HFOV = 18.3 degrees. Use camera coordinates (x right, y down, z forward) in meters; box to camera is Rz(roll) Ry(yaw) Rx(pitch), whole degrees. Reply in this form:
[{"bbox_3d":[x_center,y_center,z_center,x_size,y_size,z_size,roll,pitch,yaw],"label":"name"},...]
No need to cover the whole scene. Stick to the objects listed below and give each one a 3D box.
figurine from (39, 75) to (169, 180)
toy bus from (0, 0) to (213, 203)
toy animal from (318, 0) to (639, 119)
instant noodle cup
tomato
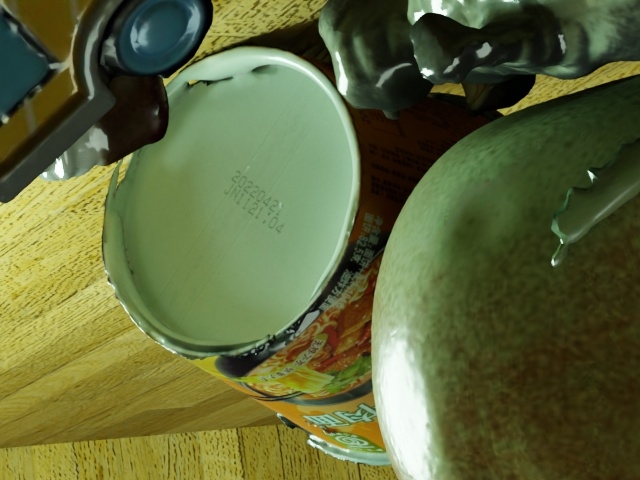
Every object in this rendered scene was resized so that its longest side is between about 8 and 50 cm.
[{"bbox_3d":[-0.254,-0.042,0.844,0.370,0.167,0.281,-10,-176,-19],"label":"figurine"},{"bbox_3d":[-0.141,-0.086,0.646,0.209,0.126,0.136,-43,145,1],"label":"toy bus"},{"bbox_3d":[0.099,-0.118,0.877,0.168,0.106,0.343,-10,177,-29],"label":"toy animal"},{"bbox_3d":[0.000,0.000,1.119,0.230,0.230,0.182,-15,158,30],"label":"instant noodle cup"},{"bbox_3d":[0.175,0.035,0.953,0.303,0.239,0.303,-20,-166,5],"label":"tomato"}]
